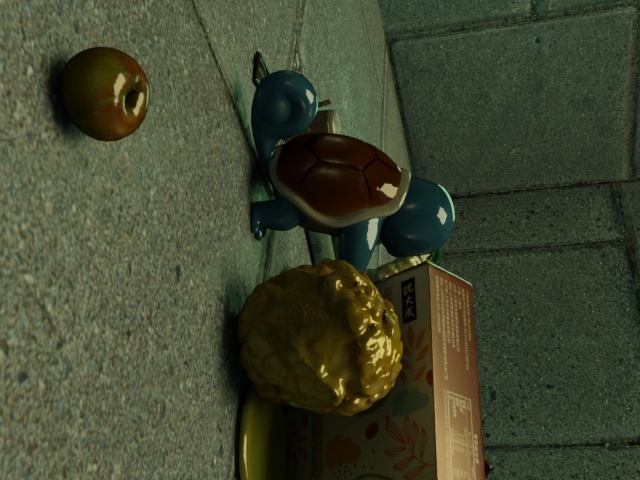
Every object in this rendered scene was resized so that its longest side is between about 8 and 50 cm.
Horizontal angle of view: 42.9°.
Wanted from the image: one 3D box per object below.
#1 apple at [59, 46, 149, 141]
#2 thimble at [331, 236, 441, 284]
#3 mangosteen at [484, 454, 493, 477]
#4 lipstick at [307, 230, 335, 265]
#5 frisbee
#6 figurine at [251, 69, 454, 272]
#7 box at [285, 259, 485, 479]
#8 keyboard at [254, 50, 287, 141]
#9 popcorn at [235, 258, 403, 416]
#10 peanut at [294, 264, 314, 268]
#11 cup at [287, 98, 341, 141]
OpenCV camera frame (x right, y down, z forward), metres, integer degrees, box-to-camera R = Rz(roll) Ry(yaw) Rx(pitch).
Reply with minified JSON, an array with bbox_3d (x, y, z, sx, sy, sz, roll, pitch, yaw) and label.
[{"bbox_3d":[-0.205,-0.138,0.777,0.089,0.074,0.090,-3,90,-77],"label":"apple"},{"bbox_3d":[0.157,0.029,1.936,0.167,0.254,0.288,69,21,-48],"label":"thimble"},{"bbox_3d":[0.167,0.418,1.609,0.307,0.347,0.307,11,76,-48],"label":"mangosteen"},{"bbox_3d":[0.000,0.000,1.714,0.048,0.048,0.158,-74,156,-59],"label":"lipstick"},{"bbox_3d":[-0.086,0.323,1.259,0.236,0.017,0.236,-5,90,-78],"label":"frisbee"},{"bbox_3d":[0.022,-0.095,1.395,0.416,0.243,0.298,37,25,-16],"label":"figurine"},{"bbox_3d":[0.091,0.275,1.333,0.122,0.344,0.385,25,54,-35],"label":"box"},{"bbox_3d":[-0.089,-0.262,1.507,0.202,0.011,0.067,62,28,-61],"label":"keyboard"},{"bbox_3d":[-0.002,0.137,1.191,0.190,0.250,0.250,87,2,-69],"label":"popcorn"},{"bbox_3d":[-0.017,0.091,1.532,0.193,0.089,0.089,26,60,-71],"label":"peanut"},{"bbox_3d":[-0.011,-0.230,1.640,0.102,0.099,0.074,-76,158,-56],"label":"cup"}]
